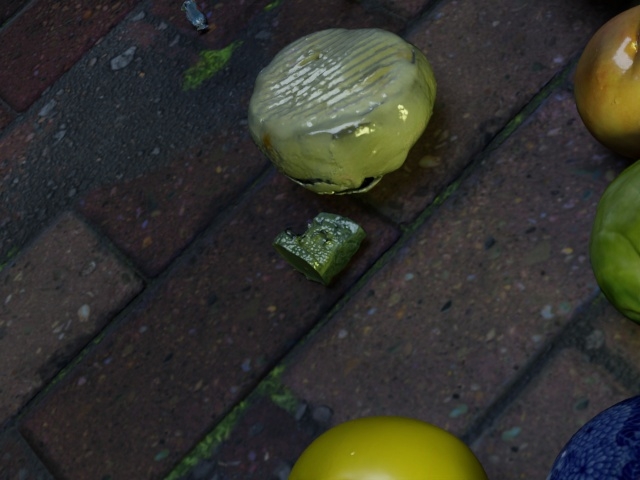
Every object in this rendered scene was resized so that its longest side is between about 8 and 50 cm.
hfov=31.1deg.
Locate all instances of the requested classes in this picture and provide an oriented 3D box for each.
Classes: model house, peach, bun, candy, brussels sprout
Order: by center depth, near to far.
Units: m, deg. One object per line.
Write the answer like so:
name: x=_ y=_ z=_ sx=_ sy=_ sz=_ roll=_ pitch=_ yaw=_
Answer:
brussels sprout: x=0.355 y=0.001 z=1.087 sx=0.223 sy=0.161 sz=0.223 roll=-18 pitch=42 yaw=16
peach: x=0.357 y=-0.167 z=1.209 sx=0.184 sy=0.184 sz=0.184 roll=-16 pitch=50 yaw=19
model house: x=0.000 y=0.000 z=1.360 sx=0.079 sy=0.066 sz=0.083 roll=28 pitch=72 yaw=40
bun: x=0.031 y=-0.153 z=1.411 sx=0.239 sy=0.141 sz=0.239 roll=-14 pitch=45 yaw=15
candy: x=-0.195 y=-0.346 z=1.772 sx=0.030 sy=0.020 sz=0.083 roll=-31 pitch=48 yaw=7

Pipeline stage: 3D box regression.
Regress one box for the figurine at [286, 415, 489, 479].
figurine: x=0.052 y=0.324 z=1.014 sx=0.215 sy=0.187 sz=0.343 roll=-16 pitch=55 yaw=35

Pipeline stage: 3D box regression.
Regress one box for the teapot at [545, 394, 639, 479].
teapot: x=0.277 y=0.243 z=0.914 sx=0.280 sy=0.252 sz=0.423 roll=-24 pitch=47 yaw=67
